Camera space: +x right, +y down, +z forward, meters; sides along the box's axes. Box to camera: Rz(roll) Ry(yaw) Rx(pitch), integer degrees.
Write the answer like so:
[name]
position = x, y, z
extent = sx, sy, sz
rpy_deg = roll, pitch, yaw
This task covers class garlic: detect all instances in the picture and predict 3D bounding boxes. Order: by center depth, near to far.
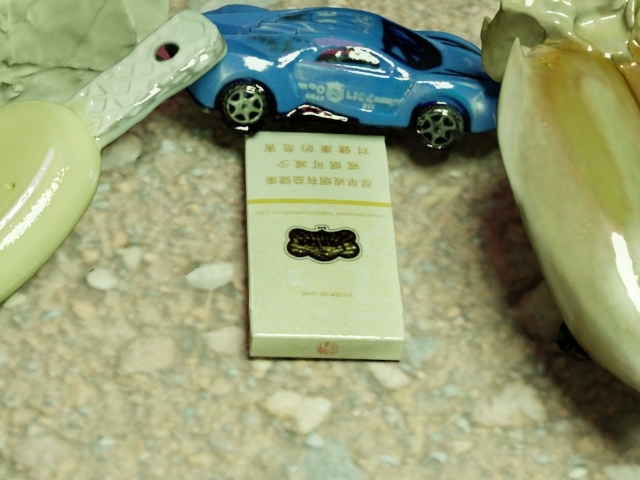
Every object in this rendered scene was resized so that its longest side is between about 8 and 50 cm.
[garlic]
position = 0.234, -0.023, 1.070
extent = 0.279, 0.132, 0.325
rpy_deg = -16, 68, -22

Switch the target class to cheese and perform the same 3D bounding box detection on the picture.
[cheese]
position = -0.152, -0.057, 1.101
extent = 0.235, 0.050, 0.127
rpy_deg = -39, 50, -11

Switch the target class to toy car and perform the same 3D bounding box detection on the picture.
[toy car]
position = 0.019, -0.110, 1.171
extent = 0.216, 0.063, 0.103
rpy_deg = 4, 30, -2

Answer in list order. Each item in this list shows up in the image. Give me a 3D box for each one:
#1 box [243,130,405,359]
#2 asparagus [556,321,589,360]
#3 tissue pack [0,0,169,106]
[box]
position = 0.000, 0.000, 1.113
extent = 0.090, 0.024, 0.167
rpy_deg = 2, 48, -6
[asparagus]
position = 0.199, -0.011, 1.147
extent = 0.022, 0.023, 0.233
rpy_deg = 52, 50, -20
[tissue pack]
position = -0.282, -0.238, 1.184
extent = 0.266, 0.194, 0.356
rpy_deg = -19, 53, -22
